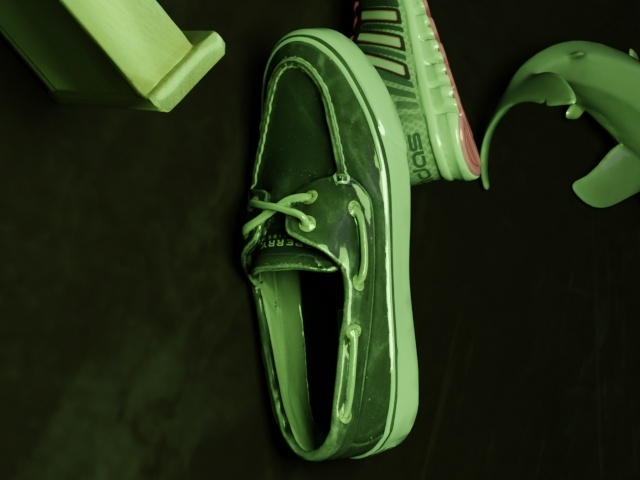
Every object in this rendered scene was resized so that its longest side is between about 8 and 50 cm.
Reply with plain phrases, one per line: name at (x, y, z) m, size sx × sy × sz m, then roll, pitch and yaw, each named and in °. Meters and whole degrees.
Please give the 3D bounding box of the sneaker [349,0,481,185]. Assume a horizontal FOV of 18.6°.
sneaker at (0.030, -0.094, 1.052) m, size 0.063 × 0.075 × 0.170 m, roll 64°, pitch 8°, yaw -56°

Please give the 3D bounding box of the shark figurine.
shark figurine at (0.204, -0.088, 1.230) m, size 0.278 × 0.116 × 0.166 m, roll 27°, pitch 56°, yaw -46°

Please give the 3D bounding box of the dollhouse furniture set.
dollhouse furniture set at (-0.063, -0.197, 0.859) m, size 0.242 × 0.212 × 0.161 m, roll -48°, pitch 117°, yaw -18°

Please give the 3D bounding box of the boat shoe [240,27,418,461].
boat shoe at (0.000, 0.000, 0.968) m, size 0.070 × 0.078 × 0.219 m, roll -2°, pitch 81°, yaw -53°
